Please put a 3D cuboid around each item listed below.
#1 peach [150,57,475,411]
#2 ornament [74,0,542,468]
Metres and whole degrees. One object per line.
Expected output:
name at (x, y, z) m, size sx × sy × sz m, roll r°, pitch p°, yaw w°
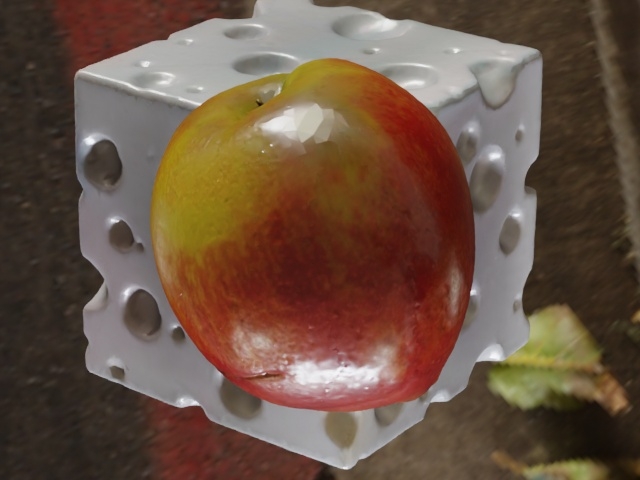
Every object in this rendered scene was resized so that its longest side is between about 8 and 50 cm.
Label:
peach at (0.000, 0.000, 1.109) m, size 0.190 × 0.190 × 0.192 m, roll -9°, pitch 105°, yaw 26°
ornament at (-0.006, -0.018, 1.406) m, size 0.239 × 0.240 × 0.240 m, roll 18°, pitch 120°, yaw 32°
